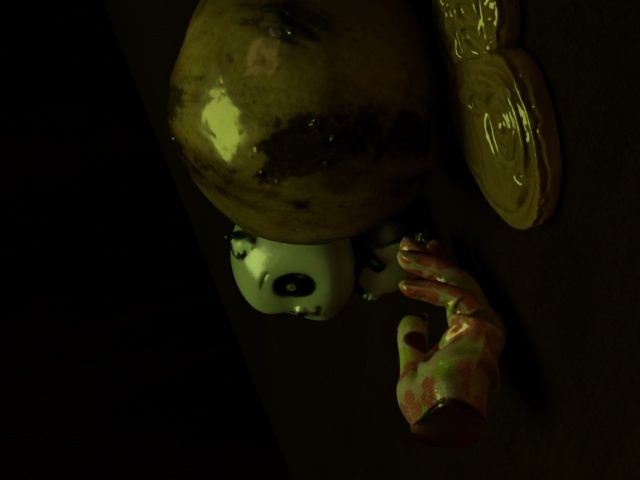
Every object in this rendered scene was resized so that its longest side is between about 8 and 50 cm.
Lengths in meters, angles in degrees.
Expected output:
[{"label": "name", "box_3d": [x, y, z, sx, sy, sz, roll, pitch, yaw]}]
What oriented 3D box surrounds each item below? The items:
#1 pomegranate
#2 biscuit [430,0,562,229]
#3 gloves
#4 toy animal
[{"label": "pomegranate", "box_3d": [-0.008, -0.146, 1.492, 0.322, 0.322, 0.322, 164, 90, -78]}, {"label": "biscuit", "box_3d": [0.152, -0.150, 1.351, 0.202, 0.044, 0.288, -164, 57, -76]}, {"label": "gloves", "box_3d": [0.137, 0.098, 1.569, 0.145, 0.126, 0.241, 82, -165, -51]}, {"label": "toy animal", "box_3d": [0.006, 0.005, 1.760, 0.165, 0.235, 0.187, 62, 164, 24]}]
